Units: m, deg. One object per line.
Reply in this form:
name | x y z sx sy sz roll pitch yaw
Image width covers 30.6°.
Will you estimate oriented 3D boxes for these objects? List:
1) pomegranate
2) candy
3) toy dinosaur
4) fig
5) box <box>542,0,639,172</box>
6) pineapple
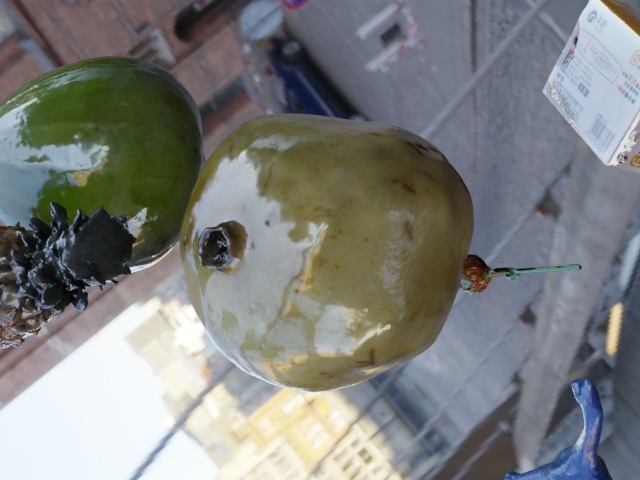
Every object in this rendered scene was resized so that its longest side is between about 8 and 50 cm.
pomegranate | 0.000 0.000 1.305 0.332 0.332 0.332 50 174 7
candy | 0.237 0.039 1.435 0.184 0.049 0.055 -5 167 41
toy dinosaur | 0.265 0.251 1.071 0.248 0.075 0.188 61 156 10
fig | -0.311 -0.101 1.552 0.316 0.316 0.316 50 174 7
box | 0.526 -0.282 2.078 0.091 0.221 0.274 9 -146 -27
pineapple | -0.325 0.043 1.334 0.158 0.278 0.158 33 -130 -50
